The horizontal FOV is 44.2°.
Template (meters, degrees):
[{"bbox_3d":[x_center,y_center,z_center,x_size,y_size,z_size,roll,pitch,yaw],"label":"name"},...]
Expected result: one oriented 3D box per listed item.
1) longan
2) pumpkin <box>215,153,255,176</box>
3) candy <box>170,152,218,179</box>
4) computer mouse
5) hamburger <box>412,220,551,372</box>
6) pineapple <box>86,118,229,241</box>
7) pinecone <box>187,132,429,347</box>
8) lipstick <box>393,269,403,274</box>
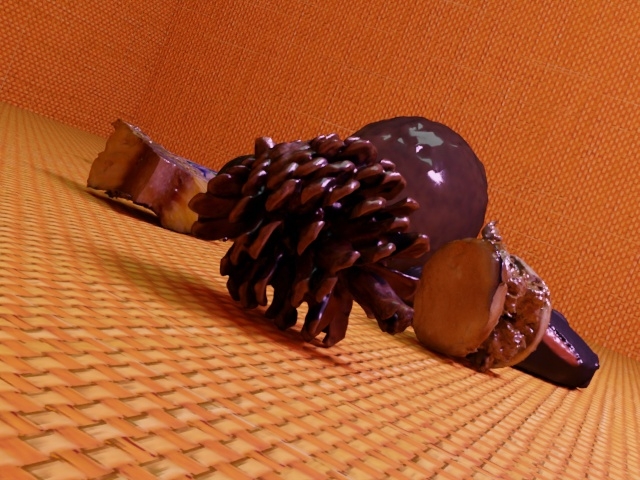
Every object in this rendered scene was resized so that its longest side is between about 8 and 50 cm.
[{"bbox_3d":[0.178,-0.085,1.760,0.390,0.391,0.391,22,3,-1],"label":"longan"},{"bbox_3d":[-0.082,-0.059,1.351,0.223,0.157,0.224,15,-14,4],"label":"pumpkin"},{"bbox_3d":[-0.304,-0.134,1.703,0.312,0.088,0.061,23,7,6],"label":"candy"},{"bbox_3d":[0.263,0.113,1.166,0.323,0.116,0.183,23,8,1],"label":"computer mouse"},{"bbox_3d":[0.197,0.066,0.957,0.131,0.185,0.159,16,-10,-34],"label":"hamburger"},{"bbox_3d":[-0.226,-0.082,1.126,0.236,0.115,0.186,25,3,8],"label":"pineapple"},{"bbox_3d":[-0.001,-0.001,0.686,0.169,0.185,0.212,52,1,-44],"label":"pinecone"},{"bbox_3d":[0.191,0.102,1.477,0.145,0.045,0.045,23,1,25],"label":"lipstick"}]
